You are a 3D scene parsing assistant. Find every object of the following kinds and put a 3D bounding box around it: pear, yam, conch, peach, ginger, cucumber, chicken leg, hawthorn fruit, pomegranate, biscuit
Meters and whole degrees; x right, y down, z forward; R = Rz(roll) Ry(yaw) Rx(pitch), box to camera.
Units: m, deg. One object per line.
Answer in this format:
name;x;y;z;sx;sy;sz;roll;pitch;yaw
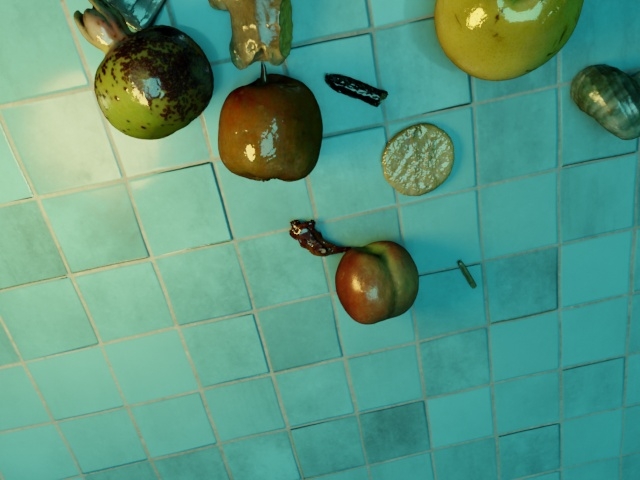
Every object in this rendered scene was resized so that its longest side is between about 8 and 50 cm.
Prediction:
pear;0.439;-0.555;1.214;0.348;0.348;0.348;-2;113;-5
yam;0.471;0.110;1.647;0.021;0.021;0.116;-33;113;8
conch;0.848;-0.388;1.413;0.277;0.195;0.220;-8;85;24
peach;0.164;0.127;1.504;0.252;0.252;0.252;-2;113;-5
ginger;-0.172;-0.557;1.250;0.221;0.130;0.275;13;112;0
cucumber;0.095;-0.408;1.380;0.181;0.053;0.053;18;109;-11
chicken leg;-0.005;0.004;1.538;0.219;0.048;0.089;36;108;-18
hawthorn fruit;-0.123;-0.297;1.295;0.268;0.268;0.301;0;110;-6
pomegranate;-0.422;-0.414;1.203;0.285;0.285;0.340;-35;113;8
biscuit;0.283;-0.230;1.480;0.220;0.033;0.220;-2;113;-5

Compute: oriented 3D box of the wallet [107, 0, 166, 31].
wallet;-0.504;-0.682;1.190;0.342;0.075;0.237;32;103;-17
